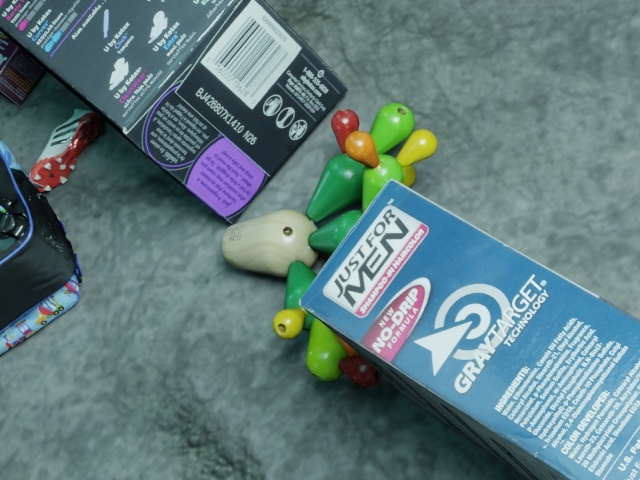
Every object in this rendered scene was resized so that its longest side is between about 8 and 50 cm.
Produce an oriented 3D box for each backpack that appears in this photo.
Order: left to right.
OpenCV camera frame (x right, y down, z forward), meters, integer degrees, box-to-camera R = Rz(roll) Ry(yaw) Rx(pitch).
[{"bbox_3d":[-0.285,-0.006,1.488,0.158,0.117,0.173,-37,53,8],"label":"backpack"}]

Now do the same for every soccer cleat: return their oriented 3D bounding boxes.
[{"bbox_3d":[-0.214,-0.074,1.543,0.083,0.029,0.035,-52,43,-8],"label":"soccer cleat"}]

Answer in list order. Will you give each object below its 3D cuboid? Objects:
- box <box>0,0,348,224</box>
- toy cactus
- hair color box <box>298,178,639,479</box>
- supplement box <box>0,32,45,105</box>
[{"bbox_3d":[-0.137,-0.160,1.456,0.143,0.165,0.270,-50,52,-2],"label":"box"},{"bbox_3d":[0.000,0.000,1.341,0.180,0.112,0.219,-5,71,39],"label":"toy cactus"},{"bbox_3d":[0.166,0.105,1.129,0.347,0.174,0.105,31,82,38],"label":"hair color box"},{"bbox_3d":[-0.260,-0.167,1.609,0.055,0.043,0.083,30,82,36],"label":"supplement box"}]
